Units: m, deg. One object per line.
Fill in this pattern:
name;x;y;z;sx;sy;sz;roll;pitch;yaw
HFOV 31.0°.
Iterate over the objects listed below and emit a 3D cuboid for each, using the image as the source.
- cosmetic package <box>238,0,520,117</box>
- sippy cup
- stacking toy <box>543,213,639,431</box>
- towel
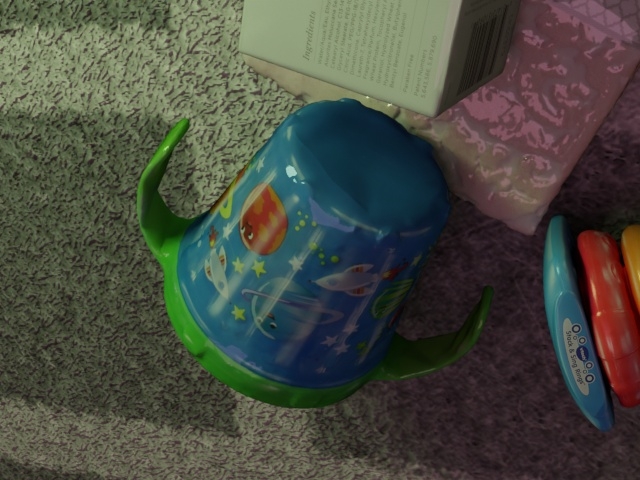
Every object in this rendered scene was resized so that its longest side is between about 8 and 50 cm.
cosmetic package;0.054;-0.211;0.922;0.184;0.151;0.151;22;120;20
sippy cup;0.000;0.000;1.060;0.224;0.305;0.240;-56;43;42
stacking toy;0.353;0.043;1.006;0.302;0.166;0.175;-14;106;14
towel;0.121;-0.203;1.024;0.332;0.053;0.317;33;125;7
